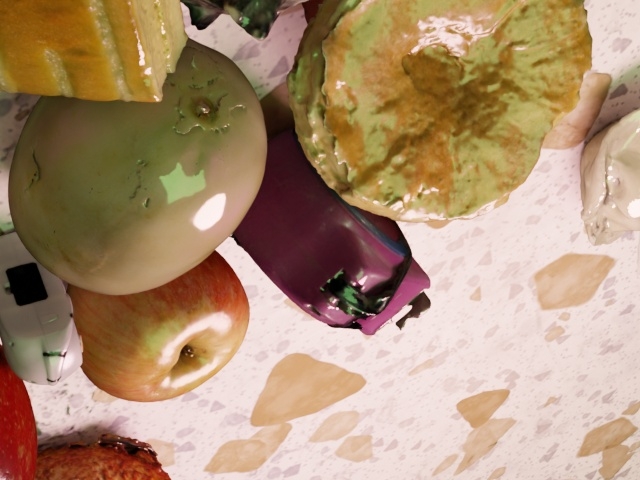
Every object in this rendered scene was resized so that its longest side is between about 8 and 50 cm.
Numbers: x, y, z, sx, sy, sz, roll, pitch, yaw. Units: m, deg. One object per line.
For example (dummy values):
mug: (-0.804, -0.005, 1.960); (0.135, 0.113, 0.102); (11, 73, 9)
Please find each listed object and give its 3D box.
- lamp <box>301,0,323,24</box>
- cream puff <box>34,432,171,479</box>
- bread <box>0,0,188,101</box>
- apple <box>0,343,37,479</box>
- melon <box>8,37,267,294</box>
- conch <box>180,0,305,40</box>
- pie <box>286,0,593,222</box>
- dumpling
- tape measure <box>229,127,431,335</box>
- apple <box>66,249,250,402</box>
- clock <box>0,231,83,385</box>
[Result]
lamp: (0.033, -0.246, 1.460); (0.107, 0.092, 0.107); (6, 128, 8)
cream puff: (-0.314, 0.426, 1.859); (0.350, 0.229, 0.350); (-19, 142, -16)
bread: (-0.248, -0.233, 1.158); (0.239, 0.111, 0.246); (6, 139, 9)
apple: (-0.462, 0.228, 1.465); (0.348, 0.277, 0.348); (-21, 142, -17)
melon: (-0.178, -0.071, 1.366); (0.223, 0.223, 0.317); (-6, 160, -34)
conch: (-0.076, -0.302, 1.253); (0.240, 0.186, 0.313); (38, 126, -26)
pie: (0.127, -0.168, 1.441); (0.339, 0.083, 0.340); (-11, 118, -21)
dumpling: (0.413, -0.085, 1.913); (0.162, 0.132, 0.250); (-15, 140, -30)
tape measure: (0.000, 0.000, 1.591); (0.149, 0.245, 0.231); (-42, 160, 13)
apple: (-0.189, 0.084, 1.611); (0.209, 0.164, 0.209); (-27, 143, -22)
clock: (-0.304, 0.089, 1.512); (0.080, 0.176, 0.117); (-16, 141, -16)
